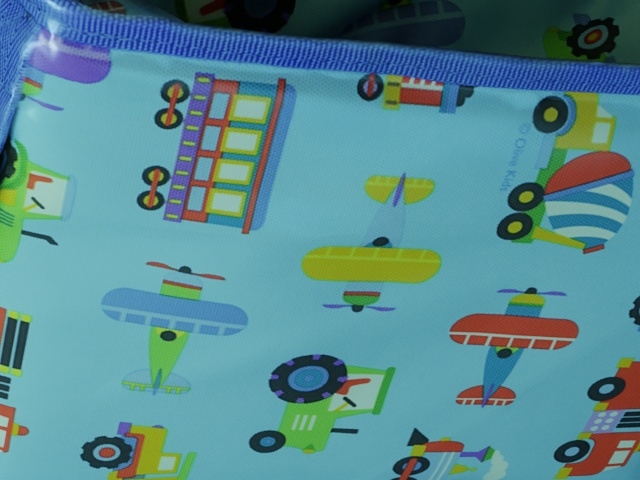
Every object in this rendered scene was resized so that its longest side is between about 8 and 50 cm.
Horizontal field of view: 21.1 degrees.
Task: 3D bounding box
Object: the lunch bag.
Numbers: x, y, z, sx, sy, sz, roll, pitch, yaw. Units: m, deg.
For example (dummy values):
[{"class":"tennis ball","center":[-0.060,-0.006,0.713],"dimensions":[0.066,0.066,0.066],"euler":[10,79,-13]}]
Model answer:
[{"class":"lunch bag","center":[0.000,0.000,0.572],"dimensions":[0.293,0.138,0.221],"euler":[-6,137,-27]}]
